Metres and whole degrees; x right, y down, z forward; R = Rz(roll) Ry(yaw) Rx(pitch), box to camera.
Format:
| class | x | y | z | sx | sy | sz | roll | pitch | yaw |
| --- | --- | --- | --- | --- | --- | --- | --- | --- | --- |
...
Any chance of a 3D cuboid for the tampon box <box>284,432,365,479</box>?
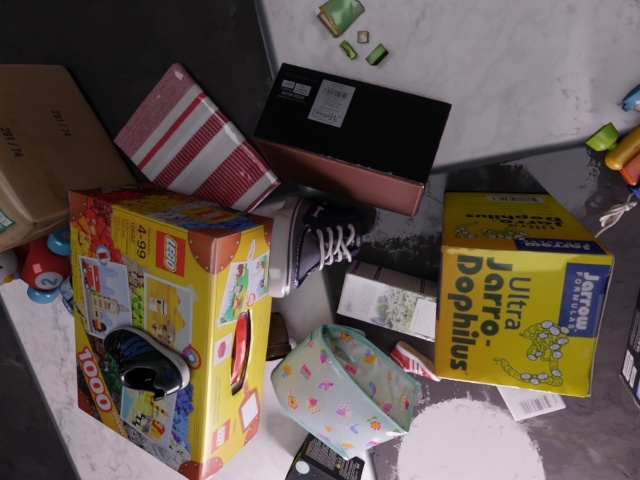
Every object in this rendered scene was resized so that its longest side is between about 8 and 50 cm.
| class | x | y | z | sx | sy | sz | roll | pitch | yaw |
| --- | --- | --- | --- | --- | --- | --- | --- | --- | --- |
| tampon box | 0.007 | 0.581 | 1.101 | 0.160 | 0.101 | 0.121 | 28 | 112 | 6 |

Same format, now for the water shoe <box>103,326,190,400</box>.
| class | x | y | z | sx | sy | sz | roll | pitch | yaw |
| --- | --- | --- | --- | --- | --- | --- | --- | --- | --- |
| water shoe | -0.323 | 0.209 | 0.773 | 0.203 | 0.080 | 0.073 | 14 | 109 | 25 |

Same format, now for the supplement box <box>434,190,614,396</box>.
| class | x | y | z | sx | sy | sz | roll | pitch | yaw |
| --- | --- | --- | --- | --- | --- | --- | --- | --- | --- |
| supplement box | 0.288 | 0.049 | 0.709 | 0.195 | 0.356 | 0.194 | 3 | 108 | 15 |

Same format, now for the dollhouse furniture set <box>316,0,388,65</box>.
| class | x | y | z | sx | sy | sz | roll | pitch | yaw |
| --- | --- | --- | --- | --- | --- | --- | --- | --- | --- |
| dollhouse furniture set | 0.056 | -0.381 | 0.799 | 0.076 | 0.058 | 0.152 | -39 | 94 | 23 |

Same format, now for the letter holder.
| class | x | y | z | sx | sy | sz | roll | pitch | yaw |
| --- | --- | --- | --- | --- | --- | --- | --- | --- | --- |
| letter holder | 0.061 | -0.173 | 0.832 | 0.301 | 0.214 | 0.152 | 18 | 80 | 11 |

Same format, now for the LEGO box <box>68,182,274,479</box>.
| class | x | y | z | sx | sy | sz | roll | pitch | yaw |
| --- | --- | --- | --- | --- | --- | --- | --- | --- | --- |
| LEGO box | -0.307 | 0.166 | 0.915 | 0.372 | 0.193 | 0.501 | 16 | 110 | 25 |

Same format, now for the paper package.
| class | x | y | z | sx | sy | sz | roll | pitch | yaw |
| --- | --- | --- | --- | --- | --- | --- | --- | --- | --- |
| paper package | -0.605 | -0.182 | 0.921 | 0.168 | 0.309 | 0.325 | -25 | 100 | 25 |

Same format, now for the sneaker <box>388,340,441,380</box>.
| class | x | y | z | sx | sy | sz | roll | pitch | yaw |
| --- | --- | --- | --- | --- | --- | --- | --- | --- | --- |
| sneaker | 0.202 | 0.281 | 0.979 | 0.118 | 0.042 | 0.067 | 38 | 110 | 10 |

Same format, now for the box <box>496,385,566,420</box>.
| class | x | y | z | sx | sy | sz | roll | pitch | yaw |
| --- | --- | --- | --- | --- | --- | --- | --- | --- | --- |
| box | 0.413 | 0.284 | 0.894 | 0.101 | 0.087 | 0.102 | -27 | 97 | 22 |

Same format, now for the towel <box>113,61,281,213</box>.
| class | x | y | z | sx | sy | sz | roll | pitch | yaw |
| --- | --- | --- | --- | --- | --- | --- | --- | --- | --- |
| towel | -0.270 | -0.179 | 0.975 | 0.237 | 0.037 | 0.329 | -40 | 95 | 21 |

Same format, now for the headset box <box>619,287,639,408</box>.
| class | x | y | z | sx | sy | sz | roll | pitch | yaw |
| --- | --- | --- | --- | --- | --- | --- | --- | --- | --- |
| headset box | 0.707 | 0.181 | 0.751 | 0.282 | 0.131 | 0.247 | 5 | 109 | 14 |

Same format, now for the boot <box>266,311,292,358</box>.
| class | x | y | z | sx | sy | sz | roll | pitch | yaw |
| --- | --- | --- | --- | --- | --- | --- | --- | --- | --- |
| boot | -0.202 | 0.250 | 1.077 | 0.305 | 0.112 | 0.115 | -21 | 70 | 26 |

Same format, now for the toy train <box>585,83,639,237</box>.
| class | x | y | z | sx | sy | sz | roll | pitch | yaw |
| --- | --- | --- | --- | --- | --- | --- | --- | --- | --- |
| toy train | 0.498 | -0.132 | 0.733 | 0.143 | 0.105 | 0.248 | 46 | 114 | 10 |

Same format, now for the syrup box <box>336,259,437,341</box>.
| class | x | y | z | sx | sy | sz | roll | pitch | yaw |
| --- | --- | --- | --- | --- | --- | --- | --- | --- | --- |
| syrup box | 0.162 | 0.123 | 0.911 | 0.236 | 0.096 | 0.093 | 15 | 109 | 12 |

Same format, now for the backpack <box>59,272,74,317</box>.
| class | x | y | z | sx | sy | sz | roll | pitch | yaw |
| --- | --- | --- | --- | --- | --- | --- | --- | --- | --- |
| backpack | -0.603 | 0.136 | 1.136 | 0.084 | 0.105 | 0.114 | -32 | 91 | 22 |

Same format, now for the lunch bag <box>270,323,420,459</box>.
| class | x | y | z | sx | sy | sz | roll | pitch | yaw |
| --- | --- | --- | --- | --- | --- | --- | --- | --- | --- |
| lunch bag | 0.040 | 0.311 | 0.955 | 0.262 | 0.160 | 0.223 | 41 | 128 | -2 |

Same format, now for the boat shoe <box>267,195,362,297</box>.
| class | x | y | z | sx | sy | sz | roll | pitch | yaw |
| --- | --- | --- | --- | --- | --- | --- | --- | --- | --- |
| boat shoe | 0.000 | 0.000 | 0.798 | 0.157 | 0.341 | 0.127 | 7 | 113 | 0 |

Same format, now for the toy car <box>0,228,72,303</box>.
| class | x | y | z | sx | sy | sz | roll | pitch | yaw |
| --- | --- | --- | --- | --- | --- | --- | --- | --- | --- |
| toy car | -0.760 | 0.060 | 1.084 | 0.210 | 0.238 | 0.219 | 37 | 114 | 2 |
